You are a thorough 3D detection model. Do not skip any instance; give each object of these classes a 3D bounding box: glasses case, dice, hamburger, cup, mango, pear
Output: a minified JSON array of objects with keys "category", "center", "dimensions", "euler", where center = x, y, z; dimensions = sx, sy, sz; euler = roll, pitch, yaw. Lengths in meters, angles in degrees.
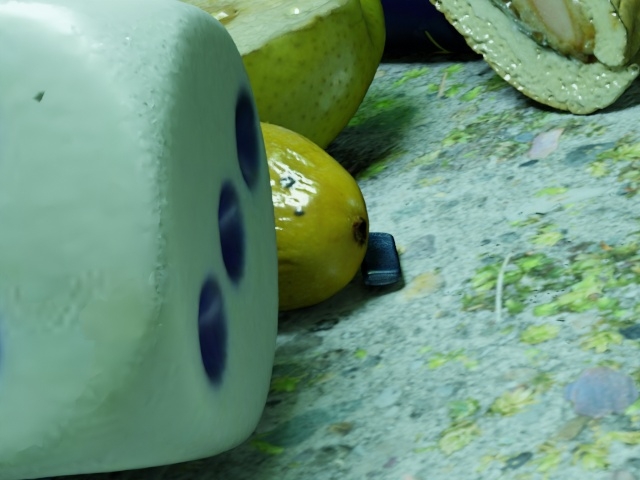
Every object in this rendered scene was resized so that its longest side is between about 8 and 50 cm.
[{"category":"glasses case","center":[0.049,0.019,1.292],"dimensions":[0.034,0.023,0.083],"euler":[2,25,-4]},{"category":"dice","center":[-0.203,0.003,1.060],"dimensions":[0.304,0.304,0.277],"euler":[-4,-2,13]},{"category":"hamburger","center":[0.241,-0.275,1.569],"dimensions":[0.209,0.330,0.162],"euler":[-14,-30,-49]},{"category":"cup","center":[0.122,-0.321,1.803],"dimensions":[0.256,0.178,0.255],"euler":[7,35,41]},{"category":"mango","center":[-0.070,-0.026,1.307],"dimensions":[0.262,0.157,0.109],"euler":[15,-3,37]},{"category":"pear","center":[-0.116,-0.136,1.540],"dimensions":[0.387,0.191,0.340],"euler":[-14,24,14]}]

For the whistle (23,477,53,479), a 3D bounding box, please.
[{"category":"whistle","center":[-0.264,0.202,1.055],"dimensions":[0.158,0.090,0.090],"euler":[-3,10,-40]}]
